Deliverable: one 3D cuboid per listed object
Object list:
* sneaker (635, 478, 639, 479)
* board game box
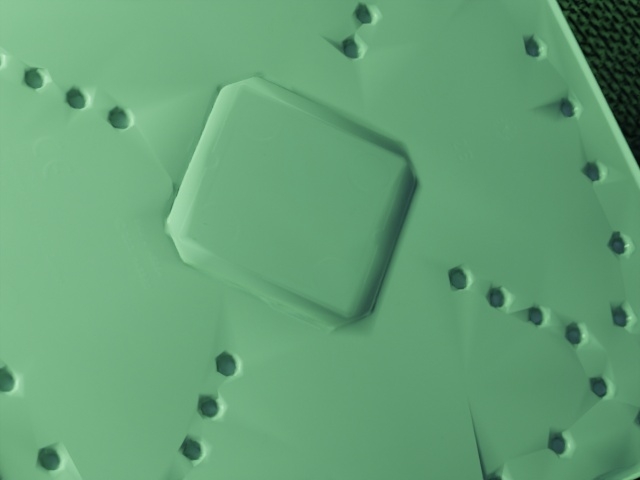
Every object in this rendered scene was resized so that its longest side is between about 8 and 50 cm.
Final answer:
[{"bbox_3d":[0.137,0.040,1.078,0.131,0.112,0.319,-6,70,-19],"label":"sneaker"},{"bbox_3d":[-0.020,-0.013,0.948,0.390,0.050,0.390,-19,78,-25],"label":"board game box"}]
